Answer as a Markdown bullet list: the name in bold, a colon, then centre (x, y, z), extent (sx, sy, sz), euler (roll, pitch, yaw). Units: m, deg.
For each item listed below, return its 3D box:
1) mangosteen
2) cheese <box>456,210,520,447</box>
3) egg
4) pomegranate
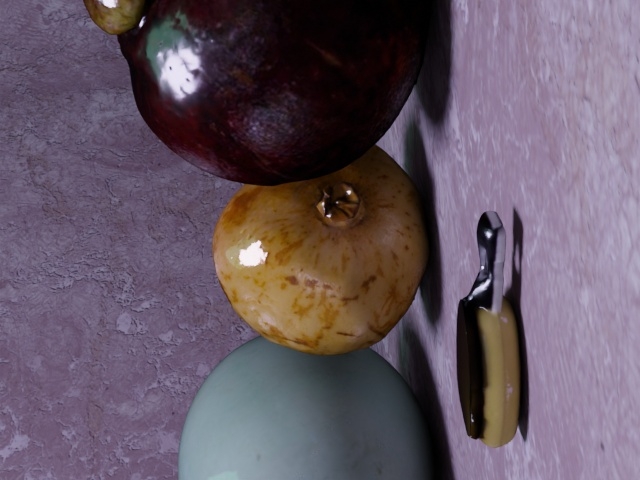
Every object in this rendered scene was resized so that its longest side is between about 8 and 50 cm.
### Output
- **mangosteen**: centre (-0.054, -0.193, 1.009), extent (0.297, 0.293, 0.297), euler (-179, 90, -76)
- **cheese**: centre (0.111, 0.054, 0.797), extent (0.086, 0.036, 0.162), euler (-96, 1, -58)
- **egg**: centre (-0.016, 0.238, 1.295), extent (0.389, 0.276, 0.276), euler (-117, 21, -75)
- **pomegranate**: centre (0.000, 0.000, 1.152), extent (0.215, 0.215, 0.215), euler (174, 90, -87)
